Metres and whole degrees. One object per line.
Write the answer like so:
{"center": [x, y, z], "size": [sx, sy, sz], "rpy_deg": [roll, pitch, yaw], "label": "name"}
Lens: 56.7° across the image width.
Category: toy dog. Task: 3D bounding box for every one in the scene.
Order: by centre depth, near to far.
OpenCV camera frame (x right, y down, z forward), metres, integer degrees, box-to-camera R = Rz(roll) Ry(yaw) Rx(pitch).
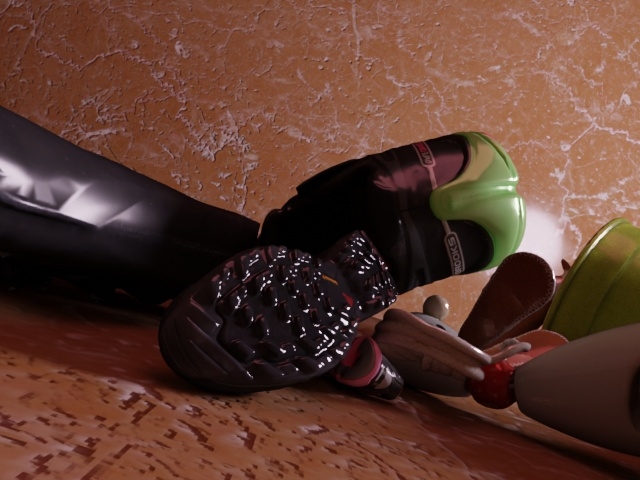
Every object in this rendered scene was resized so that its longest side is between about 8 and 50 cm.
{"center": [0.219, 0.083, 0.501], "size": [0.333, 0.161, 0.220], "rpy_deg": [18, -20, 19], "label": "toy dog"}

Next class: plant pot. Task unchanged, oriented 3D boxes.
{"center": [0.642, 0.191, 1.068], "size": [0.353, 0.367, 0.366], "rpy_deg": [29, 4, 38], "label": "plant pot"}

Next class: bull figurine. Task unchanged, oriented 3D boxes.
{"center": [0.416, 0.157, 1.239], "size": [0.101, 0.310, 0.188], "rpy_deg": [57, -4, 17], "label": "bull figurine"}

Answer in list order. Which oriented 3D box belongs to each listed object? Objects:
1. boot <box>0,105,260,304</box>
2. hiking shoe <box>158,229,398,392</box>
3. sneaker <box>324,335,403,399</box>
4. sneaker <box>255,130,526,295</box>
{"center": [-0.289, -0.061, 0.451], "size": [0.366, 0.146, 0.445], "rpy_deg": [24, 2, 22], "label": "boot"}
{"center": [-0.032, 0.058, 0.400], "size": [0.114, 0.086, 0.226], "rpy_deg": [-35, -12, 28], "label": "hiking shoe"}
{"center": [0.023, 0.098, 0.478], "size": [0.057, 0.047, 0.119], "rpy_deg": [36, -8, -27], "label": "sneaker"}
{"center": [0.000, 0.000, 0.681], "size": [0.202, 0.185, 0.482], "rpy_deg": [-9, -11, -31], "label": "sneaker"}
